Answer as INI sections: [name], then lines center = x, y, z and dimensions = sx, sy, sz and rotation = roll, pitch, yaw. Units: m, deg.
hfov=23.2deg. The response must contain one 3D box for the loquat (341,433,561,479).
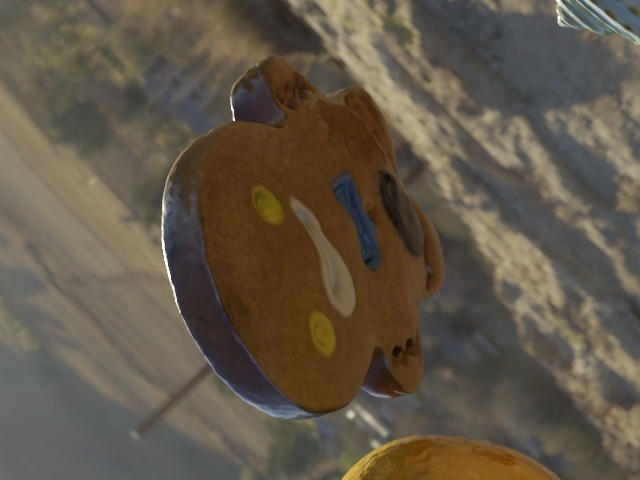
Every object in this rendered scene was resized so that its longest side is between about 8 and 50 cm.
[loquat]
center = 0.067, 0.160, 0.748
dimensions = 0.141, 0.141, 0.141
rotation = 40, 162, 16

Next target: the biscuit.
[biscuit]
center = 0.000, 0.000, 0.747
dimensions = 0.039, 0.236, 0.179
rotation = -20, 99, 29

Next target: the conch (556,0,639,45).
[conch]
center = 0.215, -0.189, 1.040
dimensions = 0.135, 0.102, 0.153
rotation = 61, 146, 19
